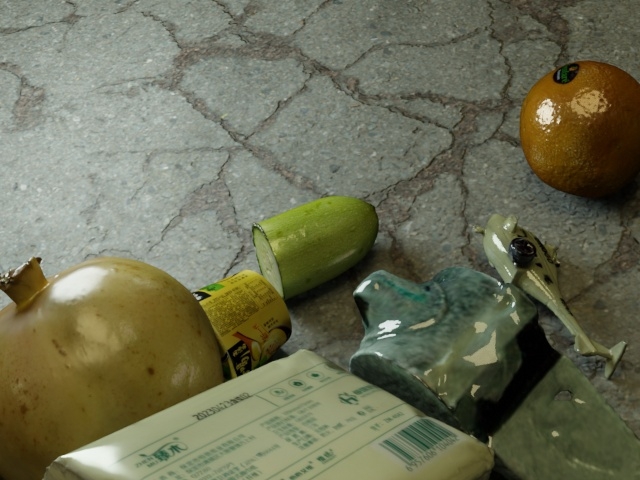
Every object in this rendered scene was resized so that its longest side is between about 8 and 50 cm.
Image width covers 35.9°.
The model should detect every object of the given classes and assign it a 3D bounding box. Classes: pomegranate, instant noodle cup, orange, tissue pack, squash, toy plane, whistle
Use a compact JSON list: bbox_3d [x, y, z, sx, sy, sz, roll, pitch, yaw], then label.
[{"bbox_3d":[-0.269,0.157,1.153,0.319,0.319,0.319,-6,46,6],"label":"pomegranate"},{"bbox_3d":[-0.120,0.115,1.296,0.151,0.151,0.122,30,48,33],"label":"instant noodle cup"},{"bbox_3d":[0.379,-0.162,1.419,0.206,0.206,0.206,-6,46,6],"label":"orange"},{"bbox_3d":[-0.048,0.281,0.983,0.297,0.207,0.380,25,26,34],"label":"tissue pack"},{"bbox_3d":[0.000,0.000,1.396,0.186,0.123,0.123,-24,47,-18],"label":"squash"},{"bbox_3d":[0.296,0.061,1.305,0.108,0.092,0.286,0,39,-24],"label":"toy plane"},{"bbox_3d":[0.209,0.181,1.128,0.405,0.188,0.168,30,59,33],"label":"whistle"}]

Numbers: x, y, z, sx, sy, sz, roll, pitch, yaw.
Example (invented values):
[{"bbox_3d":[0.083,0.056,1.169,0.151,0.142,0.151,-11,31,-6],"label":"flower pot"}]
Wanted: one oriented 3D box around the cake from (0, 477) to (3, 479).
[{"bbox_3d":[-0.469,0.295,1.173,0.158,0.172,0.283,-6,48,8],"label":"cake"}]
